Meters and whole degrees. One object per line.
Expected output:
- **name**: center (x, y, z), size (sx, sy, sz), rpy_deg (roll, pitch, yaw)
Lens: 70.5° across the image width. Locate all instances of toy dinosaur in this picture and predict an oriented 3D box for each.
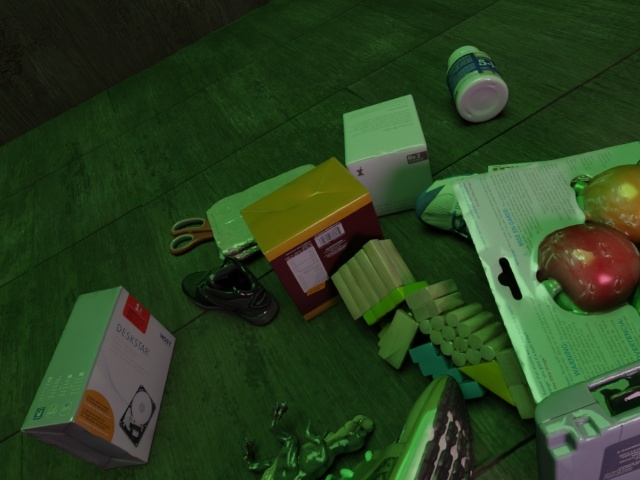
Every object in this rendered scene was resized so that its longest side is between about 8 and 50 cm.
- **toy dinosaur**: center (-0.055, 0.307, 0.631), size (0.268, 0.064, 0.118), rpy_deg (-38, 52, -8)

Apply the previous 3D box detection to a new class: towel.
- **towel**: center (-0.106, -0.064, 1.000), size (0.282, 0.049, 0.187), rpy_deg (-24, 44, -6)

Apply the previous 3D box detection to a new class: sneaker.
- **sneaker**: center (0.292, -0.030, 0.754), size (0.296, 0.112, 0.131), rpy_deg (6, 52, 29)
- **sneaker**: center (-0.194, 0.078, 0.858), size (0.227, 0.130, 0.087), rpy_deg (14, 54, 36)
- **sneaker**: center (0.034, 0.317, 0.524), size (0.182, 0.158, 0.410), rpy_deg (12, 53, 44)

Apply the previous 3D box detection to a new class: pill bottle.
- **pill bottle**: center (0.352, -0.369, 1.045), size (0.112, 0.112, 0.187), rpy_deg (-13, 46, 13)

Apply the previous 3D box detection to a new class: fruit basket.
- **fruit basket**: center (0.388, 0.021, 0.589), size (0.353, 0.165, 0.327), rpy_deg (-14, 59, 5)

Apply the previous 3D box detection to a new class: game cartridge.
- **game cartridge**: center (0.365, 0.177, 0.462), size (0.297, 0.198, 0.062), rpy_deg (-22, 44, 3)

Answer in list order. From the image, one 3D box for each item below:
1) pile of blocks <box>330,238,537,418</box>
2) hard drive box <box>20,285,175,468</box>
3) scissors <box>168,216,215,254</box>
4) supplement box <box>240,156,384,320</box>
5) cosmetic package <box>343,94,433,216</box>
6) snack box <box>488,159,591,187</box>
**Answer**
- **pile of blocks**: center (0.181, 0.130, 0.677), size (0.112, 0.149, 0.362), rpy_deg (-6, 35, -48)
- **hard drive box**: center (-0.345, 0.224, 0.748), size (0.089, 0.181, 0.232), rpy_deg (-13, 46, 12)
- **scissors**: center (-0.224, -0.027, 1.045), size (0.297, 0.021, 0.109), rpy_deg (-10, 46, 16)
- **supplement box**: center (0.000, 0.000, 0.794), size (0.191, 0.194, 0.129), rpy_deg (-31, 44, -6)
- **cosmetic package**: center (0.139, -0.170, 0.924), size (0.151, 0.151, 0.184), rpy_deg (-12, 45, 14)
- **snack box**: center (0.409, -0.121, 0.851), size (0.178, 0.022, 0.064), rpy_deg (-2, 47, 23)
